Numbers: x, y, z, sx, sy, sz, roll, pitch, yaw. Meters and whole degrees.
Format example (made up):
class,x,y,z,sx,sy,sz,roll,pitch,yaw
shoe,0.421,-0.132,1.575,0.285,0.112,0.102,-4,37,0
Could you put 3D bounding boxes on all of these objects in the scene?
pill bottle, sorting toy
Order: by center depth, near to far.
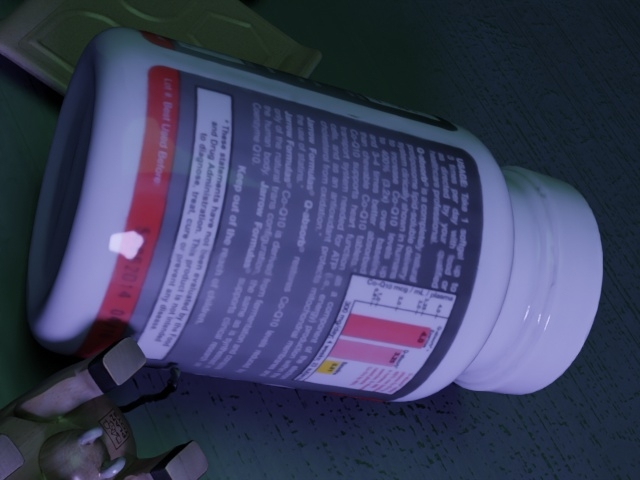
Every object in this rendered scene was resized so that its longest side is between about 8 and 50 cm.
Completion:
class,x,y,z,sx,sy,sz,roll,pitch,yaw
pill bottle,0.000,0.000,0.659,0.363,0.210,0.210,13,53,-23
sorting toy,-0.117,-0.189,0.840,0.229,0.041,0.307,32,48,-2

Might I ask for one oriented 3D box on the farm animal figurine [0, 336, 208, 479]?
class,x,y,z,sx,sy,sz,roll,pitch,yaw
farm animal figurine,-0.209,0.138,0.470,0.327,0.172,0.330,-9,76,-55
